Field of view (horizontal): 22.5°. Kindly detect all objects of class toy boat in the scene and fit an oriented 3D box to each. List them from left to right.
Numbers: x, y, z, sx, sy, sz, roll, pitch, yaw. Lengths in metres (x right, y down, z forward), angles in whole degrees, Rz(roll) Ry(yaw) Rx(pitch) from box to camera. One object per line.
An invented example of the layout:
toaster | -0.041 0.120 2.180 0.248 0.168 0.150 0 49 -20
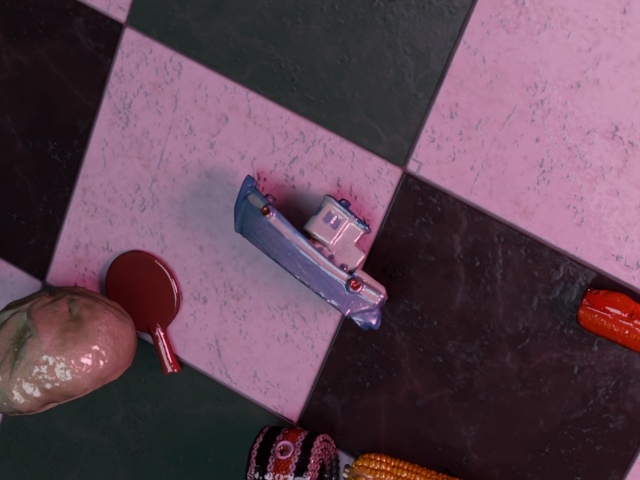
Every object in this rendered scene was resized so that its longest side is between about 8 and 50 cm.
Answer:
toy boat | 0.000 0.000 1.743 0.215 0.088 0.102 37 85 8

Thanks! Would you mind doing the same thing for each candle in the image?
candle | 0.336 0.097 1.639 0.162 0.048 0.053 26 101 13

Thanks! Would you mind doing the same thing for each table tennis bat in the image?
table tennis bat | -0.200 0.085 1.889 0.098 0.019 0.154 -15 100 28

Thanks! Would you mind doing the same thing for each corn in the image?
corn | 0.122 0.290 1.797 0.207 0.068 0.068 16 115 15

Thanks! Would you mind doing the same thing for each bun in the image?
bun | -0.310 0.117 1.850 0.195 0.195 0.118 -10 107 27

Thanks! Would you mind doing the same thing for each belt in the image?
belt | -0.031 0.386 1.879 0.094 0.126 0.359 10 108 31
